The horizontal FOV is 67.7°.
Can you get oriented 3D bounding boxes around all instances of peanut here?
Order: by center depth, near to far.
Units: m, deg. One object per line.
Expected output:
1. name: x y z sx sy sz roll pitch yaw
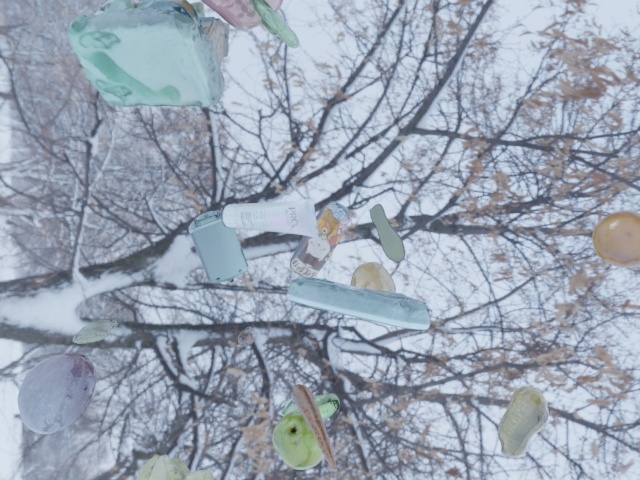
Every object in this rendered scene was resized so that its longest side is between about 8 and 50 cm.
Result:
1. peanut: 0.603 0.548 1.424 0.110 0.120 0.237 29 -69 45

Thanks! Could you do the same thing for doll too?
1. doll: -0.129 -0.508 0.883 0.216 0.268 0.284 -33 -106 13

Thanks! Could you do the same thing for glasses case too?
1. glasses case: 0.000 0.000 1.822 0.321 0.122 0.082 -58 -147 -2

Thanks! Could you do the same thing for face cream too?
1. face cream: -0.116 -0.053 1.097 0.243 0.058 0.092 2 -63 27

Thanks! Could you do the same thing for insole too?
1. insole: 0.234 -0.026 1.703 0.086 0.005 0.253 -43 -128 30

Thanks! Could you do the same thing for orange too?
1. orange: 0.819 -0.003 1.285 0.156 0.124 0.156 -5 -104 19

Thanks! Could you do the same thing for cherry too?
1. cherry: -0.762 0.440 1.381 0.266 0.183 0.213 -46 -128 11

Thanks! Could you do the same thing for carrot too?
1. carrot: -0.010 0.445 1.149 0.216 0.048 0.048 59 -40 28

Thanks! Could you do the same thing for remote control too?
1. remote control: 0.057 0.100 0.777 0.247 0.104 0.052 9 -91 28

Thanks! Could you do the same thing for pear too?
1. pear: -0.061 0.651 1.523 0.180 0.166 0.216 18 -45 35

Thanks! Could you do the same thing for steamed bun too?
1. steamed bun: -0.246 0.444 0.764 0.177 0.106 0.192 36 -79 31

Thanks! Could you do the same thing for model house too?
1. model house: -0.325 -0.460 1.019 0.194 0.267 0.325 76 22 -51

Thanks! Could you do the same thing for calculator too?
1. calculator: -0.328 0.026 1.544 0.045 0.141 0.246 -166 -125 -79

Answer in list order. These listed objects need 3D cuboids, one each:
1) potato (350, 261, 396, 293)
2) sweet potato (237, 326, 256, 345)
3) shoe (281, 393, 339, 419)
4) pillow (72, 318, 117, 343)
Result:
1. potato: 0.126 0.118 1.146 0.112 0.112 0.147 124 -30 -45
2. sweet potato: -0.251 0.333 1.650 0.264 0.057 0.057 107 -24 -84
3. shoe: -0.050 0.729 2.097 0.128 0.262 0.140 63 -2 34
4. pillow: -0.790 0.318 1.679 0.208 0.119 0.053 -169 -114 -76
